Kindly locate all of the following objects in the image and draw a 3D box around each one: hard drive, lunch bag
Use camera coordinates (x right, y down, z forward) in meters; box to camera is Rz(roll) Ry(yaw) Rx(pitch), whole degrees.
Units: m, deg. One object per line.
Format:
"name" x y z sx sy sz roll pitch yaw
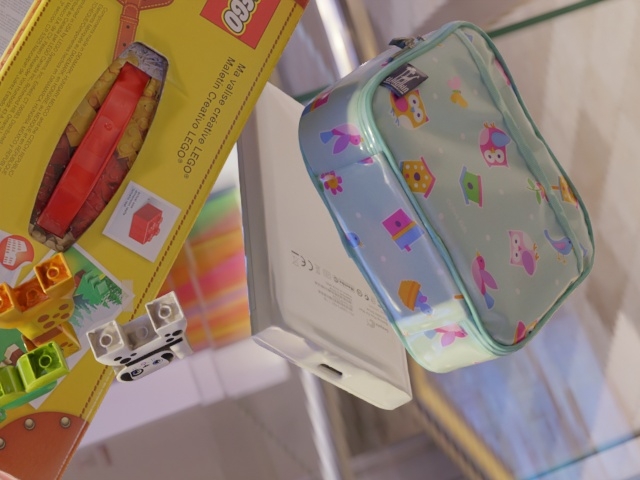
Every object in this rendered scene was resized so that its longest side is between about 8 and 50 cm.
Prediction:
"hard drive" 0.000 0.000 1.511 0.203 0.040 0.307 31 -141 -39
"lunch bag" 0.117 -0.048 1.307 0.108 0.224 0.279 -18 104 46

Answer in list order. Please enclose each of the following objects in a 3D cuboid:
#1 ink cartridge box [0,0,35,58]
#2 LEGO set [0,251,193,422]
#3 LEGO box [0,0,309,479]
"ink cartridge box" -0.349 -0.281 1.882 0.181 0.224 0.056 32 173 -25
"LEGO set" -0.185 0.079 0.916 0.087 0.227 0.093 64 -179 25
"LEGO box" -0.233 -0.037 1.296 0.193 0.500 0.372 31 159 -14
